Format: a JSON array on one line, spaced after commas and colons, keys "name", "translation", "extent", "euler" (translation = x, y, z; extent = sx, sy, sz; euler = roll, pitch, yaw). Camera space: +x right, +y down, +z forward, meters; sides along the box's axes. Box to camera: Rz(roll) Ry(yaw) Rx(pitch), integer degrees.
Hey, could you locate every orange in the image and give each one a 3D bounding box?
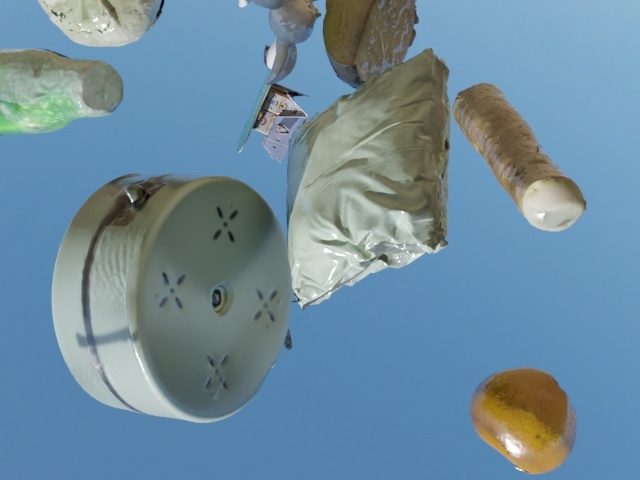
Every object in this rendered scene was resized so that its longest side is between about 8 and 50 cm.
[{"name": "orange", "translation": [0.288, 0.248, 1.428], "extent": [0.156, 0.134, 0.156], "euler": [46, -174, -6]}]

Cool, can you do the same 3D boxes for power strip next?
[{"name": "power strip", "translation": [-0.198, 0.064, 1.394], "extent": [0.161, 0.358, 0.357], "euler": [4, -158, 34]}]

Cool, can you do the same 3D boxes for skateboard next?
[{"name": "skateboard", "translation": [-0.052, 0.127, 1.603], "extent": [0.032, 0.064, 0.083], "euler": [-12, -161, 11]}]

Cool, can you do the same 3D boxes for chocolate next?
[{"name": "chocolate", "translation": [-0.315, -0.158, 1.083], "extent": [0.291, 0.110, 0.110], "euler": [6, -161, 43]}]

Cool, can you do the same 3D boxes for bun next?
[{"name": "bun", "translation": [-0.390, -0.456, 1.774], "extent": [0.239, 0.239, 0.141], "euler": [15, -176, 7]}]

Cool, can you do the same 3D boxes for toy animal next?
[{"name": "toy animal", "translation": [-0.057, -0.341, 1.554], "extent": [0.127, 0.182, 0.131], "euler": [-15, -134, 15]}]

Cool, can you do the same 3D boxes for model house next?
[{"name": "model house", "translation": [-0.075, -0.218, 1.791], "extent": [0.088, 0.167, 0.117], "euler": [23, -171, -12]}]

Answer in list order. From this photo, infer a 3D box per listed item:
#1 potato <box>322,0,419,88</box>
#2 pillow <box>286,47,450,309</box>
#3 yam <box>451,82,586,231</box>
[{"name": "potato", "translation": [0.078, -0.343, 1.549], "extent": [0.098, 0.243, 0.138], "euler": [14, 174, 36]}, {"name": "pillow", "translation": [0.055, -0.076, 1.380], "extent": [0.138, 0.283, 0.310], "euler": [27, -127, -40]}, {"name": "yam", "translation": [0.199, -0.091, 1.049], "extent": [0.066, 0.066, 0.300], "euler": [5, -154, -11]}]
